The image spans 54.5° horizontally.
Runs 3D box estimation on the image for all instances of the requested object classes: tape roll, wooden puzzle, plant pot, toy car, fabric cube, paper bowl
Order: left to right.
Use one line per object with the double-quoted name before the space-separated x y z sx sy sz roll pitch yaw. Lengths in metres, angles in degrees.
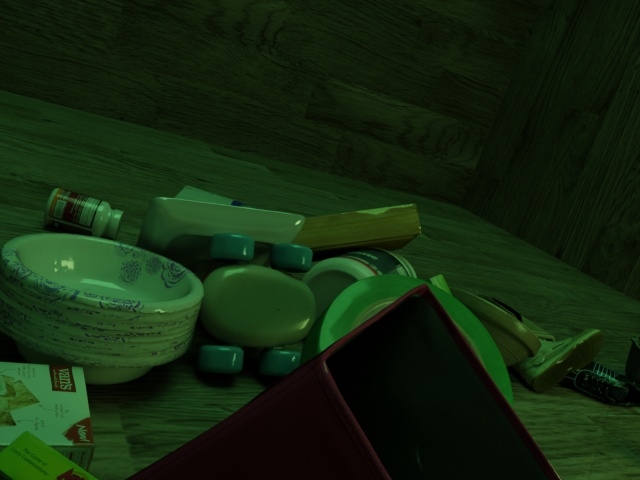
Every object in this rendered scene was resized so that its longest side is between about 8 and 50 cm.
"paper bowl" -0.323 0.102 0.901 0.284 0.148 0.284 16 12 -4
"toy car" -0.145 0.119 1.092 0.210 0.219 0.238 10 -12 -28
"fabric cube" 0.022 0.224 0.500 0.254 0.258 0.259 58 24 8
"tape roll" 0.129 0.205 0.915 0.321 0.077 0.321 14 52 -18
"plant pot" 0.352 0.213 1.370 0.237 0.110 0.237 33 -10 7
"wooden puzzle" 0.517 0.224 1.774 0.238 0.044 0.221 16 14 -31

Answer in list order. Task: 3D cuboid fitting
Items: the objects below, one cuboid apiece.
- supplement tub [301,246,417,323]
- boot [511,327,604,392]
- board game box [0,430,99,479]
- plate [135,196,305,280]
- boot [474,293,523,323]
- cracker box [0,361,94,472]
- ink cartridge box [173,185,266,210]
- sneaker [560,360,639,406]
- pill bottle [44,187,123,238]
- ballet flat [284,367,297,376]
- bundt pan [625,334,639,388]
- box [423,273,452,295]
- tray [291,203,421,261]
"supplement tub" 0.086 0.116 1.299 0.191 0.191 0.272 25 15 21
"boot" 0.530 0.247 1.450 0.213 0.077 0.165 -31 27 -10
"board game box" -0.214 0.258 0.567 0.181 0.092 0.043 24 40 19
"plate" -0.197 0.039 1.126 0.278 0.277 0.045 6 50 -27
"boot" 0.402 0.180 1.635 0.112 0.115 0.305 4 20 -41
"cracker box" -0.373 0.195 0.667 0.232 0.067 0.155 12 16 -30
"ink cartridge box" -0.270 -0.056 1.744 0.303 0.072 0.307 19 17 -6
"sneaker" 0.654 0.332 1.457 0.232 0.081 0.090 16 10 -13
"pill bottle" -0.519 -0.055 1.370 0.152 0.086 0.086 17 14 -11
"ballet flat" 0.055 0.241 1.009 0.280 0.095 0.096 2 34 -49
"bundt pan" 0.933 0.374 1.577 0.330 0.124 0.331 19 14 -5
"box" 0.210 0.195 1.169 0.322 0.058 0.232 -10 74 -63
"tray" 0.000 0.000 1.395 0.410 0.076 0.203 -7 -10 -6
